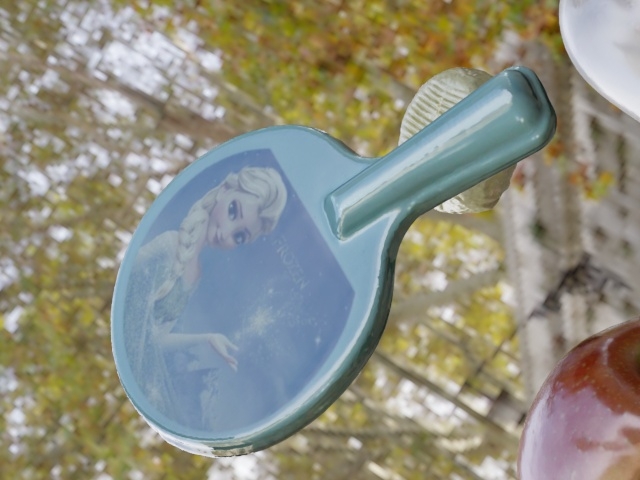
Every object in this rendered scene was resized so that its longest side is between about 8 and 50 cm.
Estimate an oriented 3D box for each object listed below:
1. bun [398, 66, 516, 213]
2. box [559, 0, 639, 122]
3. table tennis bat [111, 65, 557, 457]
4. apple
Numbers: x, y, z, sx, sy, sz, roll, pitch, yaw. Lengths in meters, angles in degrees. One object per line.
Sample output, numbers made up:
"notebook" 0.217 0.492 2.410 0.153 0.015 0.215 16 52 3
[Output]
"bun" 0.115 -0.076 1.287 0.069 0.115 0.115 9 -69 -38
"box" 0.345 -0.151 1.032 0.289 0.349 0.141 -55 -20 3
"table tennis bat" 0.000 0.000 0.720 0.237 0.149 0.038 -32 -36 22
"apple" 0.211 0.133 1.025 0.181 0.181 0.168 -37 -44 -31
